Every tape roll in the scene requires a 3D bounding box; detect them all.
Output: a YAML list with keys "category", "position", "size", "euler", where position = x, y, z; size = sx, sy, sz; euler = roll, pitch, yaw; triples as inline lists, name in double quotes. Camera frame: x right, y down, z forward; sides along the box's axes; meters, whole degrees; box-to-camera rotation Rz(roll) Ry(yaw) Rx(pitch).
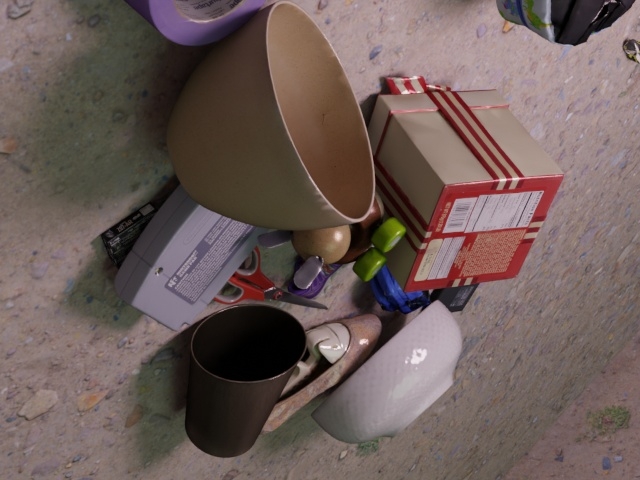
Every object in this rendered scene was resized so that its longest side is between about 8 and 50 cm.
- category: "tape roll"
  position: [-0.134, -0.317, 1.258]
  size: [0.189, 0.080, 0.189]
  euler: [-33, 147, -25]

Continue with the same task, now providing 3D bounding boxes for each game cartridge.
- category: "game cartridge"
  position: [-0.157, -0.015, 1.596]
  size: [0.294, 0.060, 0.196]
  euler: [-51, 157, -4]

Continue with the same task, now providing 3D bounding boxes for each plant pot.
- category: "plant pot"
  position: [-0.078, -0.132, 1.414]
  size: [0.191, 0.284, 0.284]
  euler: [-18, 159, 21]

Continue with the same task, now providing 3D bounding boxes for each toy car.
- category: "toy car"
  position: [0.000, 0.000, 1.660]
  size: [0.188, 0.155, 0.149]
  euler: [-34, 162, -40]

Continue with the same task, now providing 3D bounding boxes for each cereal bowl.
- category: "cereal bowl"
  position: [0.148, 0.274, 2.172]
  size: [0.339, 0.141, 0.339]
  euler: [-40, 172, -7]

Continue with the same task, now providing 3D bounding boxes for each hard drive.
- category: "hard drive"
  position: [0.276, 0.112, 2.372]
  size: [0.135, 0.022, 0.094]
  euler: [-2, 128, -52]

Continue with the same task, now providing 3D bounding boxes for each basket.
- category: "basket"
  position: [-0.139, 0.239, 1.865]
  size: [0.204, 0.154, 0.226]
  euler: [-20, 145, -36]

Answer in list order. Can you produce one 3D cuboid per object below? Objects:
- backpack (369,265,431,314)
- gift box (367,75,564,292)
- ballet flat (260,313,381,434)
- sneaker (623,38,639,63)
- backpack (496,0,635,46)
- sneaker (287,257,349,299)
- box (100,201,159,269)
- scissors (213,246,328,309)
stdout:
- category: "backpack"
  position: [0.142, 0.078, 2.081]
  size: [0.101, 0.098, 0.120]
  euler: [-27, 152, 2]
- category: "gift box"
  position: [0.180, -0.098, 1.768]
  size: [0.276, 0.258, 0.255]
  euler: [-1, 131, -29]
- category: "ballet flat"
  position: [-0.022, 0.226, 2.049]
  size: [0.316, 0.107, 0.106]
  euler: [-42, 137, -10]
- category: "sneaker"
  position: [0.616, -0.378, 2.220]
  size: [0.035, 0.031, 0.083]
  euler: [-61, 155, -4]
- category: "backpack"
  position: [0.360, -0.454, 1.599]
  size: [0.290, 0.273, 0.355]
  euler: [-30, 125, -31]
- category: "sneaker"
  position: [0.001, 0.033, 1.877]
  size: [0.071, 0.068, 0.170]
  euler: [0, 127, -46]
- category: "box"
  position: [-0.252, -0.006, 1.543]
  size: [0.083, 0.018, 0.067]
  euler: [-36, 149, -18]
- category: "scissors"
  position: [-0.089, 0.088, 1.829]
  size: [0.109, 0.021, 0.297]
  euler: [-48, 143, 0]
